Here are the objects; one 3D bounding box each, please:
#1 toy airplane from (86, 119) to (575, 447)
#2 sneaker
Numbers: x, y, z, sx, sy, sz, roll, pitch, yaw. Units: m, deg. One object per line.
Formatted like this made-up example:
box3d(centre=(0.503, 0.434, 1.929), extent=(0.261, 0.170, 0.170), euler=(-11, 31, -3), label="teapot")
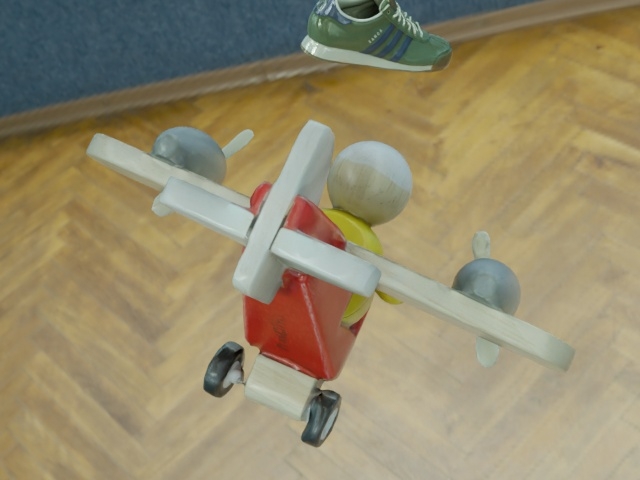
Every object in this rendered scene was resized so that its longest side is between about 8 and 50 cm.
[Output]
box3d(centre=(0.000, 0.000, 0.997), extent=(0.384, 0.386, 0.272), euler=(-7, 44, 53), label="toy airplane")
box3d(centre=(0.076, -0.249, 1.225), extent=(0.192, 0.086, 0.064), euler=(1, 36, -22), label="sneaker")
